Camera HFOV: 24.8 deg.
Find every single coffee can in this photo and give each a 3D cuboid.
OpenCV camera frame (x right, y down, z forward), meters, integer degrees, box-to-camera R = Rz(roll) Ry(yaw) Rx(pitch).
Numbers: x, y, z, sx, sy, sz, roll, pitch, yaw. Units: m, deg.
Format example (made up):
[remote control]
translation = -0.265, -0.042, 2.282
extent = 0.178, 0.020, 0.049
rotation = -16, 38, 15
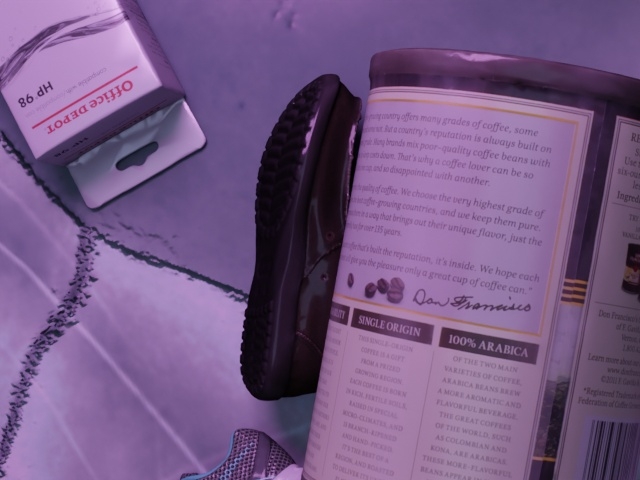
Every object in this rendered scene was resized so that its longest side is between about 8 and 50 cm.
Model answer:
[coffee can]
translation = 0.105, 0.040, 0.877
extent = 0.202, 0.201, 0.275
rotation = 10, 90, 11

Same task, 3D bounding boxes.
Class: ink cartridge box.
[ink cartridge box]
translation = -0.167, -0.123, 1.006
extent = 0.104, 0.060, 0.180
rotation = -30, 83, 8

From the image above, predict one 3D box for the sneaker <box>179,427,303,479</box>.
[sneaker]
translation = -0.078, 0.194, 0.985
extent = 0.166, 0.065, 0.076
rotation = -43, 65, 3

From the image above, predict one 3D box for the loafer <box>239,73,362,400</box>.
[loafer]
translation = 0.000, 0.000, 0.972
extent = 0.078, 0.080, 0.220
rotation = 10, 88, -22
